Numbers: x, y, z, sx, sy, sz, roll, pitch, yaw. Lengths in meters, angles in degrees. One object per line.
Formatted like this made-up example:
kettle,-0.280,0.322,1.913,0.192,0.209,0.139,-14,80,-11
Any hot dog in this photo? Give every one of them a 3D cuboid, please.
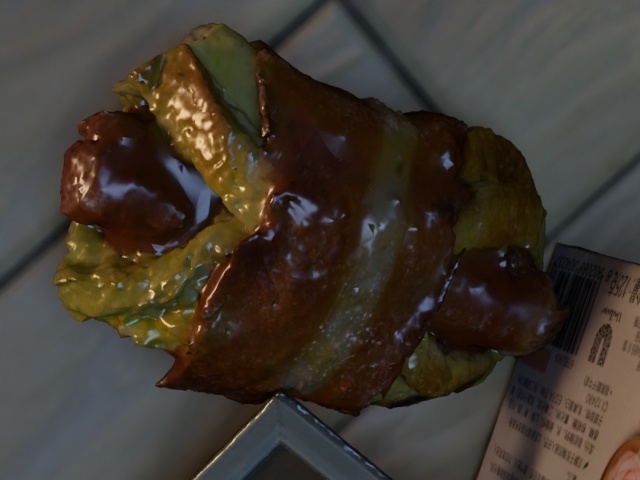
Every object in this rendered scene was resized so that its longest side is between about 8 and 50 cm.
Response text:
hot dog,0.000,0.000,0.679,0.213,0.103,0.146,13,95,-13

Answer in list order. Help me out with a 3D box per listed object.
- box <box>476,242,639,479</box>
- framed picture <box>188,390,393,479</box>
box,0.135,0.082,0.666,0.081,0.199,0.135,18,92,-11
framed picture,0.014,0.212,0.723,0.274,0.017,0.217,42,106,-13
